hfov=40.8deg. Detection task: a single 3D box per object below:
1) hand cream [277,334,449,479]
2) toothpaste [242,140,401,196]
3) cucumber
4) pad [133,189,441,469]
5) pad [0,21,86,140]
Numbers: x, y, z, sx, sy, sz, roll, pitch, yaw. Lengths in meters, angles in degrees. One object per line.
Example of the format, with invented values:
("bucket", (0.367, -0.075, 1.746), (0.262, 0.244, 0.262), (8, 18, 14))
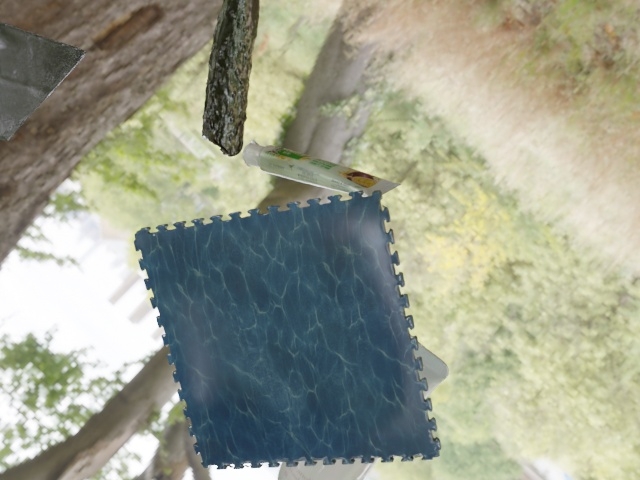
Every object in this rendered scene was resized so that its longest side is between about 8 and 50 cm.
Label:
("hand cream", (0.045, 0.262, 1.275), (0.185, 0.359, 0.118), (40, -147, 27))
("toothpaste", (-0.011, -0.119, 1.504), (0.314, 0.058, 0.056), (17, 164, 35))
("cucumber", (-0.146, -0.291, 1.410), (0.081, 0.072, 0.304), (39, 127, 48))
("pad", (-0.035, 0.096, 0.822), (0.012, 0.268, 0.270), (-41, -62, -64))
("pad", (-0.365, -0.176, 0.981), (0.116, 0.193, 0.004), (12, -127, -46))
